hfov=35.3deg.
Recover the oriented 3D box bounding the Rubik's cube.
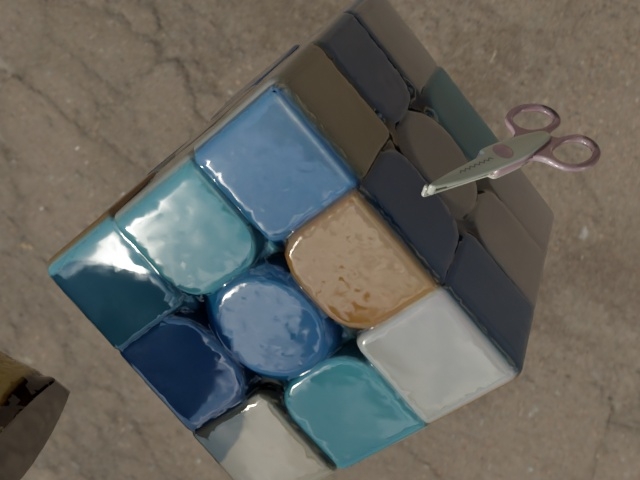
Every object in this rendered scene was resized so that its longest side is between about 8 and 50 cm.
[{"bbox_3d":[0.000,0.000,1.055,0.344,0.347,0.346,-35,102,29],"label":"Rubik's cube"}]

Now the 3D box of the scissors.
[{"bbox_3d":[0.146,-0.066,0.798,0.085,0.176,0.022,47,142,28],"label":"scissors"}]

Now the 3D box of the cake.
[{"bbox_3d":[-0.384,0.178,1.016,0.178,0.208,0.185,33,134,9],"label":"cake"}]
